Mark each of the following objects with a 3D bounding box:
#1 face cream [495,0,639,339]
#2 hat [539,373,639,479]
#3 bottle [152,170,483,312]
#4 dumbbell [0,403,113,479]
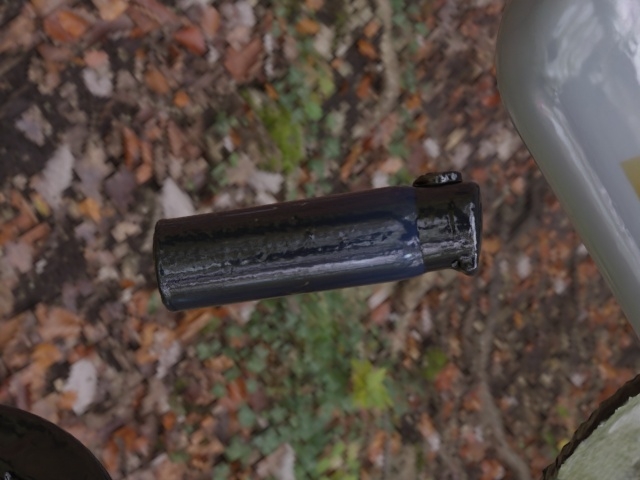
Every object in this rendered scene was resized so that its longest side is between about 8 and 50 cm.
[{"bbox_3d":[0.157,-0.080,0.675,0.144,0.071,0.291,-36,106,-14],"label":"face cream"},{"bbox_3d":[0.183,0.124,0.409,0.252,0.110,0.252,-6,132,-7],"label":"hat"},{"bbox_3d":[0.000,0.000,1.050,0.244,0.082,0.072,-7,167,7],"label":"bottle"},{"bbox_3d":[-0.116,0.159,0.471,0.143,0.143,0.325,-27,140,-17],"label":"dumbbell"}]
